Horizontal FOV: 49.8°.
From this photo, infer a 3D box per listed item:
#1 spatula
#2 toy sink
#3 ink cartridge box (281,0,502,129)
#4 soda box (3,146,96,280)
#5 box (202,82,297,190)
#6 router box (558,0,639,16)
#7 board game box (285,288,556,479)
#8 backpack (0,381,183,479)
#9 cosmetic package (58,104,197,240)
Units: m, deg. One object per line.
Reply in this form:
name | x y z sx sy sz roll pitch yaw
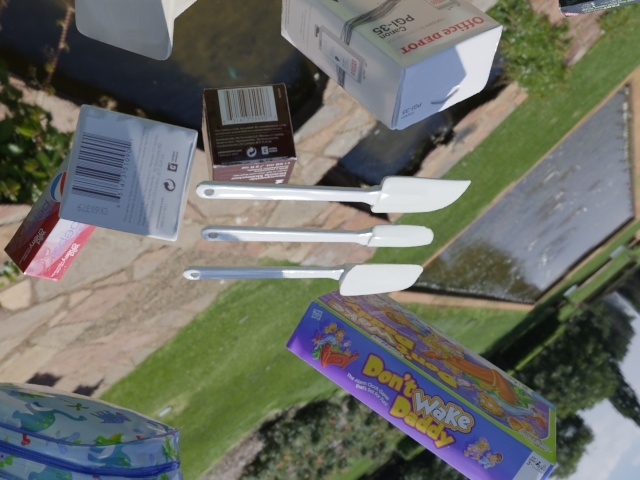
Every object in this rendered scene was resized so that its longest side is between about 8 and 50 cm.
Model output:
spatula | 0.000 0.000 0.632 0.242 0.019 0.168 -1 144 -19
toy sink | -0.255 -0.409 0.997 0.131 0.152 0.234 -65 172 -49
ink cartridge box | 0.103 -0.323 1.059 0.207 0.283 0.117 -29 149 -25
soda box | -0.476 -0.055 1.302 0.263 0.083 0.092 -55 151 5
box | -0.152 -0.202 1.427 0.168 0.167 0.203 -7 167 -11
router box | 0.308 -0.293 0.713 0.122 0.092 0.038 -4 179 29
board game box | 0.149 0.190 0.945 0.078 0.347 0.233 -60 166 13
backpack | -0.337 0.287 0.819 0.273 0.355 0.290 -58 161 -7
cosmetic package | -0.259 -0.087 0.961 0.183 0.151 0.151 -167 -91 -80
